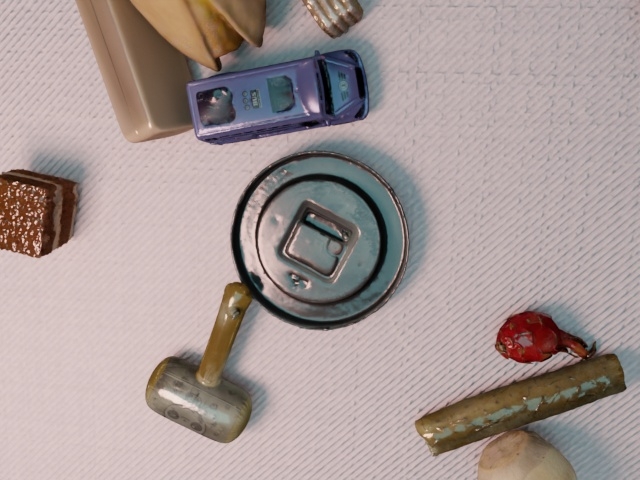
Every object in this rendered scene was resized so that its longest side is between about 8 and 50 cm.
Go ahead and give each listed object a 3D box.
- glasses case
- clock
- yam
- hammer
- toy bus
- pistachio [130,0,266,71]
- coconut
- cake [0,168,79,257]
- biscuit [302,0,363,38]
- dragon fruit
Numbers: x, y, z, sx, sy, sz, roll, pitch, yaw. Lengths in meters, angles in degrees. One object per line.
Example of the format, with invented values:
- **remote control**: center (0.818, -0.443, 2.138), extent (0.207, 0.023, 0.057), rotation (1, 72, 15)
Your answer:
- **glasses case**: center (-0.314, -0.340, 1.147), extent (0.076, 0.144, 0.337), rotation (-14, 97, 34)
- **clock**: center (-0.001, 0.000, 1.203), extent (0.318, 0.066, 0.319), rotation (1, 99, 7)
- **yam**: center (0.349, 0.289, 1.195), extent (0.371, 0.083, 0.083), rotation (-24, 95, 11)
- **hammer**: center (-0.189, 0.212, 1.230), extent (0.201, 0.113, 0.305), rotation (24, 108, 0)
- **toy bus**: center (-0.068, -0.240, 1.138), extent (0.292, 0.133, 0.126), rotation (-8, 97, 9)
- **pistachio**: center (-0.205, -0.432, 1.070), extent (0.229, 0.238, 0.321), rotation (-24, 122, 13)
- **coconut**: center (0.362, 0.422, 1.174), extent (0.161, 0.161, 0.162), rotation (-35, 94, 12)
- **cake**: center (-0.519, -0.053, 1.226), extent (0.134, 0.147, 0.135), rotation (14, 101, 7)
- **biscuit**: center (-0.073, -0.528, 1.089), extent (0.078, 0.144, 0.426), rotation (-33, 93, 13)
- **dragon fruit**: center (0.392, 0.169, 1.175), extent (0.190, 0.094, 0.094), rotation (5, 101, -15)
